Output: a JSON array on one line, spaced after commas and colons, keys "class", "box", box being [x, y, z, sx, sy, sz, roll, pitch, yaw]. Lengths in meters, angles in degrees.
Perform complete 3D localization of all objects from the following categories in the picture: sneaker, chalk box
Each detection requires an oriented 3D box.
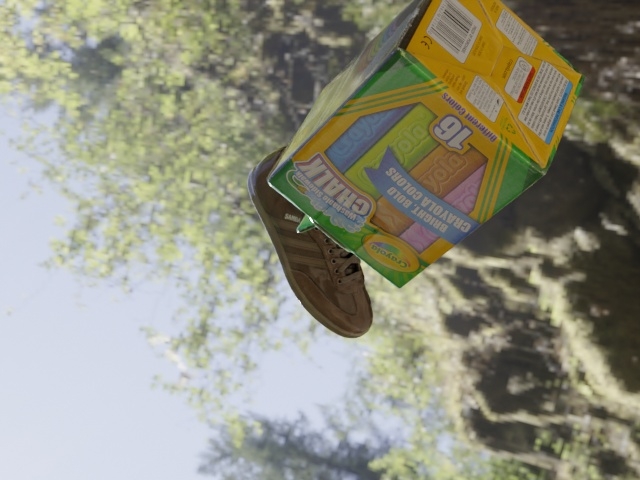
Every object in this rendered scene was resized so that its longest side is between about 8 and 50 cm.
[{"class": "sneaker", "box": [0.000, 0.000, 1.177, 0.066, 0.071, 0.188, -28, -96, -46]}, {"class": "chalk box", "box": [0.061, -0.067, 0.926, 0.132, 0.213, 0.132, 39, -136, -9]}]
